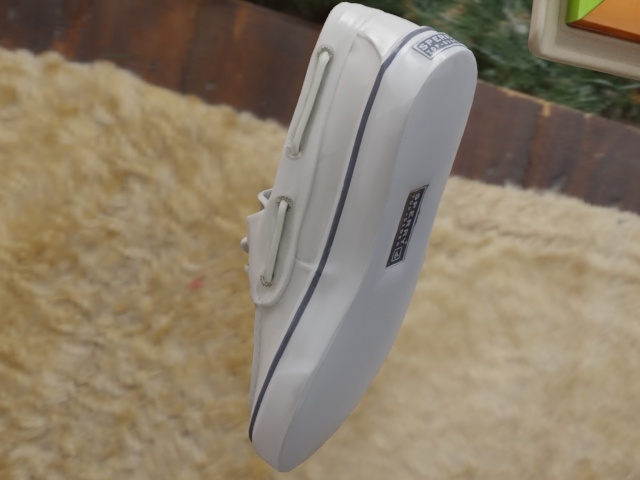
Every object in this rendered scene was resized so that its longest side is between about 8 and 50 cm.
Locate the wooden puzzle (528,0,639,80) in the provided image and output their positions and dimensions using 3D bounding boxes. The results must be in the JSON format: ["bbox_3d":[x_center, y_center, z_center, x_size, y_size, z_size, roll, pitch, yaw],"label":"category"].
[{"bbox_3d":[0.286,-0.247,1.389,0.044,0.239,0.221,0,82,60],"label":"wooden puzzle"}]

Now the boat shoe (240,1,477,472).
[{"bbox_3d":[0.000,0.000,0.894,0.088,0.096,0.267,30,121,25],"label":"boat shoe"}]
